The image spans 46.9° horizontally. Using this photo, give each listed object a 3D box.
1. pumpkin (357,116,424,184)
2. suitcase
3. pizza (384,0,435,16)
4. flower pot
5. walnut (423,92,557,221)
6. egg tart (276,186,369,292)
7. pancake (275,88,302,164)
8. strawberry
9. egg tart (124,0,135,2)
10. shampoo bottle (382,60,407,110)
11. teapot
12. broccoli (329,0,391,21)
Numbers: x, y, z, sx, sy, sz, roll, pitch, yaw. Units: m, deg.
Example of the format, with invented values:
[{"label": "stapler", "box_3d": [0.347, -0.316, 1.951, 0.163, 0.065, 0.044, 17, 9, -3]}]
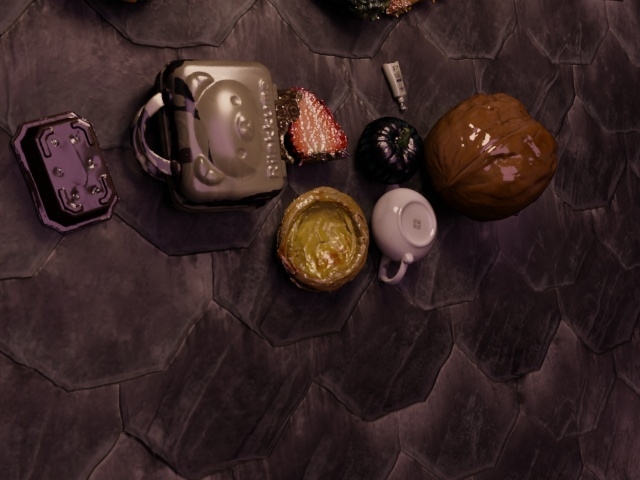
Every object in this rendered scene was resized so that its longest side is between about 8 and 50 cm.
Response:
[{"label": "pumpkin", "box_3d": [0.193, -0.243, 2.011, 0.194, 0.150, 0.194, -6, 106, -22]}, {"label": "suitcase", "box_3d": [-0.254, -0.234, 1.672, 0.340, 0.194, 0.351, -6, 88, -32]}, {"label": "pizza", "box_3d": [0.234, -0.716, 2.139, 0.188, 0.062, 0.198, 40, 70, -11]}, {"label": "flower pot", "box_3d": [-0.521, -0.149, 1.547, 0.179, 0.084, 0.250, -23, 97, -34]}, {"label": "walnut", "box_3d": [0.479, -0.233, 2.105, 0.398, 0.307, 0.354, -27, 67, -33]}, {"label": "egg tart", "box_3d": [0.000, 0.000, 1.883, 0.279, 0.095, 0.278, 1, 88, -30]}, {"label": "pancake", "box_3d": [-0.099, -0.287, 1.832, 0.184, 0.020, 0.190, 44, 88, 9]}, {"label": "strawberry", "box_3d": [-0.020, -0.286, 1.905, 0.167, 0.087, 0.207, -6, 75, -22]}, {"label": "egg tart", "box_3d": [-0.438, -0.689, 1.625, 0.352, 0.150, 0.351, 1, 88, -30]}, {"label": "shampoo bottle", "box_3d": [0.218, -0.440, 2.111, 0.049, 0.034, 0.141, -23, 98, -41]}, {"label": "teapot", "box_3d": [0.219, -0.028, 2.007, 0.204, 0.139, 0.297, 23, 70, -32]}, {"label": "broccoli", "box_3d": [0.122, -0.784, 1.953, 0.293, 0.281, 0.348, 39, 105, -16]}]
